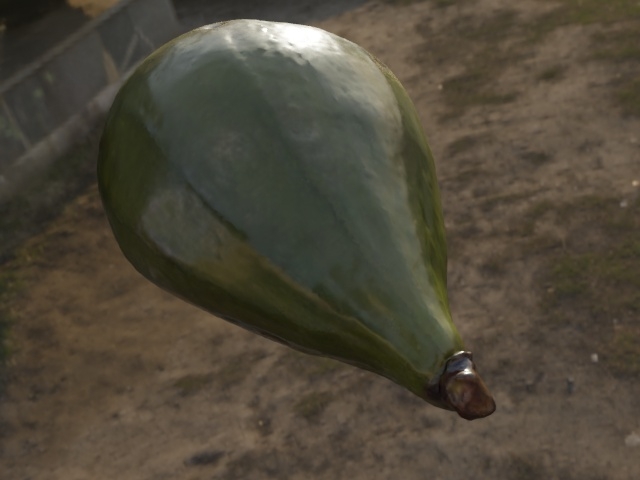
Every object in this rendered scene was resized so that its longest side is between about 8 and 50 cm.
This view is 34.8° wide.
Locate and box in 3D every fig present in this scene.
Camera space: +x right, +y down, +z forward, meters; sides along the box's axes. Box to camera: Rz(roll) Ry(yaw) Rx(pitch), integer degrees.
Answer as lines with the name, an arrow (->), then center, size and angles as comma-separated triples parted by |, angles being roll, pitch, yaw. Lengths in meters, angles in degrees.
fig -> 0.007, -0.016, 0.382 | 0.184, 0.133, 0.127 | 17, 69, 33
